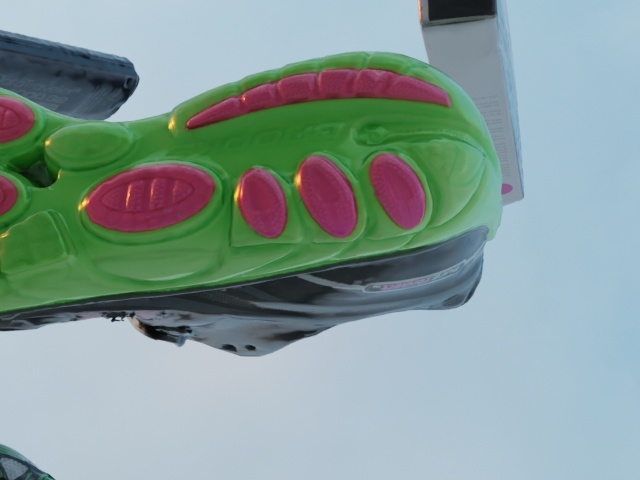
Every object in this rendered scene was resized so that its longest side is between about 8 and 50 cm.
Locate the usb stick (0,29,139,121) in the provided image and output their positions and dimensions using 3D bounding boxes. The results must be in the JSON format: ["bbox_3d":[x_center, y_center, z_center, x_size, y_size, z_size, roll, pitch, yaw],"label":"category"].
[{"bbox_3d":[-0.253,-0.138,1.129,0.077,0.278,0.045,-40,-110,23],"label":"usb stick"}]

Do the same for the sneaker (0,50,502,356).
[{"bbox_3d":[-0.119,0.008,0.888,0.482,0.185,0.202,-1,-34,20],"label":"sneaker"}]

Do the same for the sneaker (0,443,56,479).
[{"bbox_3d":[-0.281,0.320,1.119,0.146,0.134,0.344,20,-63,26],"label":"sneaker"}]

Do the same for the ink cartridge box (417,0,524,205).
[{"bbox_3d":[0.129,-0.153,1.163,0.069,0.371,0.176,-5,-116,8],"label":"ink cartridge box"}]
